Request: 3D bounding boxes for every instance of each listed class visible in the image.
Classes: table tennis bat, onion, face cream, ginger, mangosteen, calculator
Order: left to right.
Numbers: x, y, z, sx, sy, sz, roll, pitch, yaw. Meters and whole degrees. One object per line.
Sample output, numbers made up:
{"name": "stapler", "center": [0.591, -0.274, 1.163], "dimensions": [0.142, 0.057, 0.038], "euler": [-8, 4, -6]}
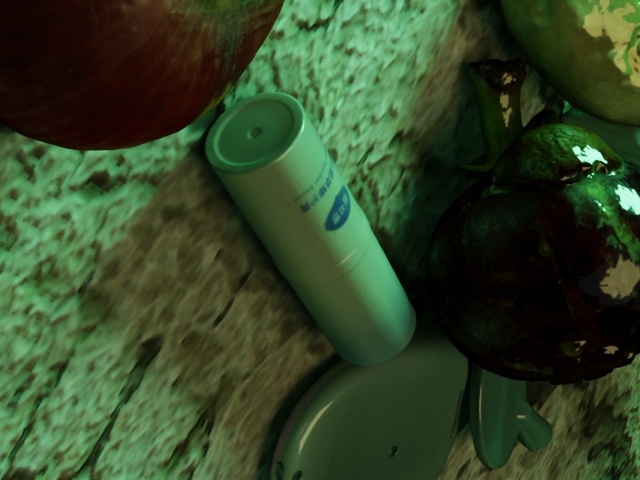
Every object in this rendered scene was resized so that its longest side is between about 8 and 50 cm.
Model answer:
{"name": "onion", "center": [-0.106, -0.169, 0.614], "dimensions": [0.248, 0.161, 0.248], "euler": [-7, 106, -27]}
{"name": "face cream", "center": [0.000, 0.000, 0.877], "dimensions": [0.077, 0.077, 0.250], "euler": [-51, 140, -17]}
{"name": "calculator", "center": [0.063, 0.170, 1.071], "dimensions": [0.299, 0.041, 0.185], "euler": [-11, 117, -48]}
{"name": "table tennis bat", "center": [0.197, 0.169, 1.210], "dimensions": [0.244, 0.040, 0.153], "euler": [46, 51, -57]}
{"name": "mangosteen", "center": [0.194, -0.019, 1.014], "dimensions": [0.231, 0.231, 0.289], "euler": [-5, 79, -48]}
{"name": "ginger", "center": [0.245, -0.182, 1.020], "dimensions": [0.138, 0.152, 0.267], "euler": [-49, 136, -7]}

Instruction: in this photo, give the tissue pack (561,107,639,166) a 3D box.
{"name": "tissue pack", "center": [0.467, -0.107, 1.202], "dimensions": [0.388, 0.287, 0.162], "euler": [-35, 139, -32]}
